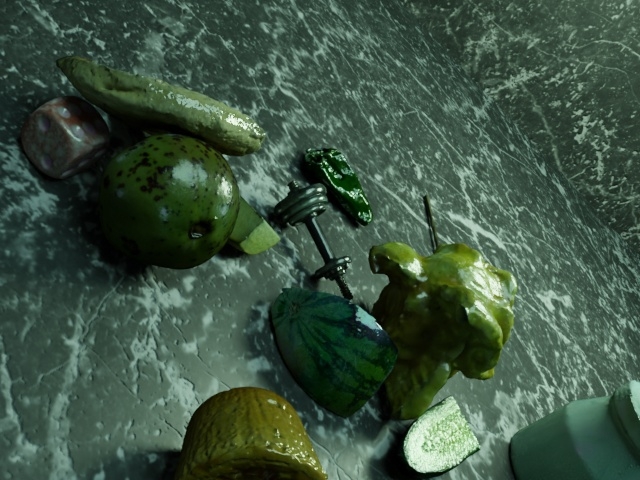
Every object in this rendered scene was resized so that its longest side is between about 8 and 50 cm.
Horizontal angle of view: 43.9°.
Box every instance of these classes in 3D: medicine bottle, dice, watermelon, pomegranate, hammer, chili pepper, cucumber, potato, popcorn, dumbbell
[{"bbox_3d":[0.580,0.443,1.646,0.245,0.290,0.245,35,33,-27],"label":"medicine bottle"},{"bbox_3d":[-0.374,-0.151,1.171,0.094,0.091,0.093,51,29,1],"label":"dice"},{"bbox_3d":[0.027,0.168,1.324,0.231,0.146,0.128,49,30,-10],"label":"watermelon"},{"bbox_3d":[-0.237,-0.072,1.196,0.214,0.214,0.248,23,17,-41],"label":"pomegranate"},{"bbox_3d":[0.289,-0.022,2.025,0.058,0.029,0.292,35,32,-31],"label":"hammer"},{"bbox_3d":[0.041,-0.120,1.749,0.216,0.062,0.108,50,36,-3],"label":"chili pepper"},{"bbox_3d":[0.195,0.366,1.424,0.243,0.063,0.115,-5,56,-56],"label":"cucumber"},{"bbox_3d":[-0.153,-0.036,1.402,0.149,0.081,0.120,45,-5,23],"label":"potato"},{"bbox_3d":[0.234,0.151,1.470,0.289,0.325,0.322,-5,74,-23],"label":"popcorn"},{"bbox_3d":[0.000,0.000,1.526,0.110,0.110,0.255,-15,76,-58],"label":"dumbbell"}]

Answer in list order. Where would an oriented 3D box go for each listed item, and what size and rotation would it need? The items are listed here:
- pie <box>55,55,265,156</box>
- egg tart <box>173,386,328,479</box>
[{"bbox_3d":[-0.243,-0.200,1.244,0.337,0.075,0.337,20,-1,0],"label":"pie"},{"bbox_3d":[-0.092,0.289,1.007,0.202,0.202,0.147,36,19,-25],"label":"egg tart"}]
